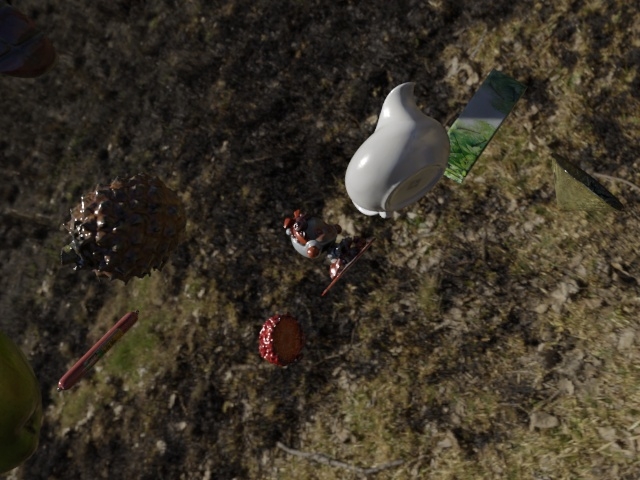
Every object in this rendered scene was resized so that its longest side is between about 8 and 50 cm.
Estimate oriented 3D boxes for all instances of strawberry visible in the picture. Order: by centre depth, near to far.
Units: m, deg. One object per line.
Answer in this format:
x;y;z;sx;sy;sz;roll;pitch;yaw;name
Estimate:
-0.106;0.265;1.439;0.086;0.145;0.145;-10;70;48;strawberry

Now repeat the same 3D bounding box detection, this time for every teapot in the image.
0.129;-0.138;0.977;0.139;0.204;0.298;54;142;19;teapot

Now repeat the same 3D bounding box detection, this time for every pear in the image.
-0.445;0.194;0.667;0.220;0.187;0.187;36;107;5;pear

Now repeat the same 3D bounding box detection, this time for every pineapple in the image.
-0.309;-0.012;0.829;0.166;0.193;0.166;30;137;34;pineapple

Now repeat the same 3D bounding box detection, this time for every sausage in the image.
-0.459;0.226;1.121;0.029;0.029;0.223;-3;38;45;sausage

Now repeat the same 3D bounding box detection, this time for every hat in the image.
0.412;-0.073;0.875;0.067;0.146;0.146;-53;46;27;hat

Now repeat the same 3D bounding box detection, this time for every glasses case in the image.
0.364;-0.266;1.246;0.095;0.062;0.272;35;79;12;glasses case

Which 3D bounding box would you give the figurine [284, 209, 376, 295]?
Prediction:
0.000;0.000;1.510;0.226;0.183;0.160;43;148;6;figurine

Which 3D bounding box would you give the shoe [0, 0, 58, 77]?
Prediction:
-0.567;-0.377;0.889;0.114;0.291;0.137;-46;13;4;shoe
